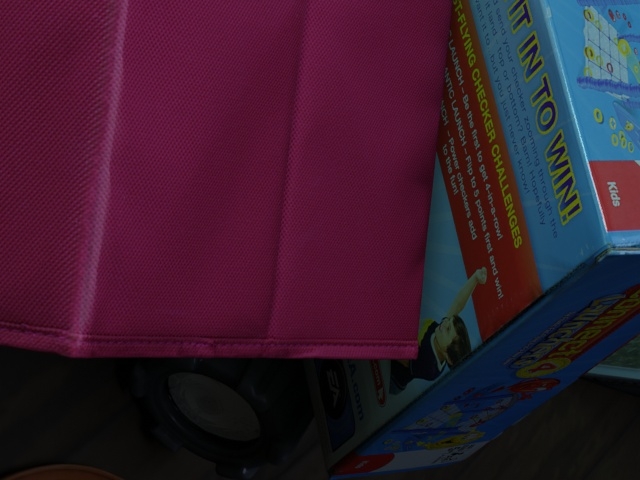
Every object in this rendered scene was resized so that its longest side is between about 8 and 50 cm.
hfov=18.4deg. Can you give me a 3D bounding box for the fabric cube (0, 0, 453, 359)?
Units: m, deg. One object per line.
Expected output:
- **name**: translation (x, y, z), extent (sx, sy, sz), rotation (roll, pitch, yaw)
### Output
- **fabric cube**: translation (-0.110, -0.092, 0.821), extent (0.259, 0.254, 0.258), rotation (6, 91, -60)

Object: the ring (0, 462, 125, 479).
- **ring**: translation (-0.149, 0.284, 1.031), extent (0.337, 0.032, 0.336), rotation (-14, 107, -57)

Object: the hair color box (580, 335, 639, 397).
- **hair color box**: translation (0.340, 0.053, 1.725), extent (0.374, 0.114, 0.185), rotation (21, 77, -59)

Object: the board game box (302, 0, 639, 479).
- **board game box**: translation (0.066, -0.075, 0.982), extent (0.086, 0.302, 0.308), rotation (-2, 67, -26)

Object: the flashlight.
- **flashlight**: translation (0.000, 0.000, 1.168), extent (0.304, 0.103, 0.103), rotation (-56, 164, -40)
